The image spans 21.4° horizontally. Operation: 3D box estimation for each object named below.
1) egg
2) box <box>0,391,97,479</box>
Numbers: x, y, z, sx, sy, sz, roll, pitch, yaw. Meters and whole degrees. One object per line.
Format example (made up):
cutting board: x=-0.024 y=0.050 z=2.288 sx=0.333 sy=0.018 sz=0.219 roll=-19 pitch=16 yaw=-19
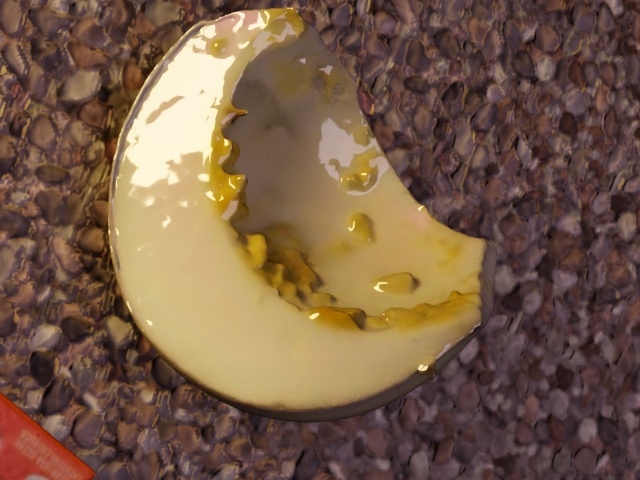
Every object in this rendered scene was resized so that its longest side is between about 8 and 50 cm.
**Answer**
egg: x=-0.018 y=0.007 z=1.109 sx=0.206 sy=0.162 sz=0.271 roll=-40 pitch=75 yaw=2
box: x=-0.313 y=0.155 z=0.987 sx=0.273 sy=0.048 sz=0.265 roll=44 pitch=78 yaw=-25
